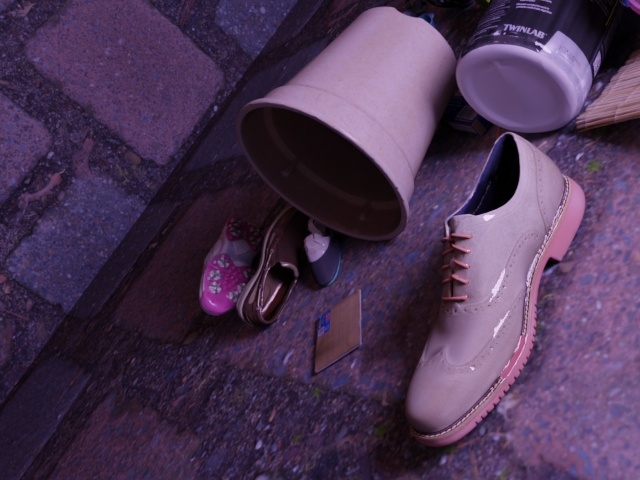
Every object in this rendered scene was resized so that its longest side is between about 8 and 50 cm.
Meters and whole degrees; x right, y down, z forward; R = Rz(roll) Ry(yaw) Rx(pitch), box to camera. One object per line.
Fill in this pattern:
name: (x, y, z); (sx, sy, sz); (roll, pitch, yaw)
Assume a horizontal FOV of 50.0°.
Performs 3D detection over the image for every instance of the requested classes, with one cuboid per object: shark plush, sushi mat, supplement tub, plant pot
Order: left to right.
plant pot: (0.075, -0.220, 1.192); (0.334, 0.334, 0.305); (-5, 46, 57)
shark plush: (0.240, -0.589, 1.746); (0.073, 0.067, 0.161); (-9, 46, 56)
supplement tub: (0.350, -0.335, 1.041); (0.193, 0.193, 0.316); (-6, 48, 57)
sushi mat: (0.438, -0.211, 0.826); (0.151, 0.019, 0.316); (-50, 9, -6)

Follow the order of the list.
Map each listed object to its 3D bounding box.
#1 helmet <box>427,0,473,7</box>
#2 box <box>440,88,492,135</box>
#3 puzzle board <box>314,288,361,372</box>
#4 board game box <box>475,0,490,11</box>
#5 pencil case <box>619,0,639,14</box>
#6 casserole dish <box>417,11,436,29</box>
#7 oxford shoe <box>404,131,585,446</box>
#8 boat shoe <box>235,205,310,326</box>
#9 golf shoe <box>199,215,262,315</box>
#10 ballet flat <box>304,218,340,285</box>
helmet: (0.298, -0.628, 1.594); (0.169, 0.169, 0.161); (-48, 41, 3)
box: (0.314, -0.289, 1.223); (0.225, 0.036, 0.136); (-51, 24, 0)
puzzle board: (0.030, 0.145, 1.109); (0.096, 0.011, 0.128); (-38, 26, 27)
board game box: (0.349, -0.491, 1.392); (0.043, 0.092, 0.181); (-42, 25, 17)
pencil case: (0.497, -0.444, 0.939); (0.167, 0.160, 0.386); (-44, 13, 49)
casserole dish: (0.211, -0.474, 1.668); (0.188, 0.037, 0.114); (-41, 25, 17)
oxford shoe: (0.181, 0.047, 0.828); (0.140, 0.146, 0.397); (-9, 46, 54)
boat shoe: (-0.069, 0.050, 1.328); (0.095, 0.095, 0.257); (2, 67, 56)
golf shoe: (-0.212, 0.078, 1.523); (0.140, 0.115, 0.306); (-47, 15, 31)
ballet flat: (0.000, 0.000, 1.299); (0.074, 0.074, 0.203); (-34, 29, 31)
